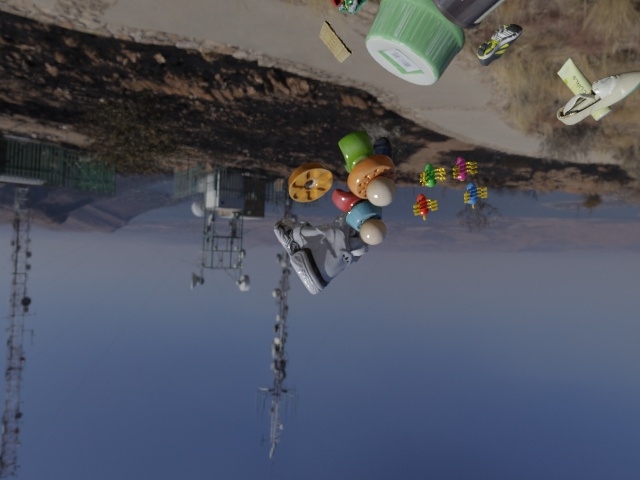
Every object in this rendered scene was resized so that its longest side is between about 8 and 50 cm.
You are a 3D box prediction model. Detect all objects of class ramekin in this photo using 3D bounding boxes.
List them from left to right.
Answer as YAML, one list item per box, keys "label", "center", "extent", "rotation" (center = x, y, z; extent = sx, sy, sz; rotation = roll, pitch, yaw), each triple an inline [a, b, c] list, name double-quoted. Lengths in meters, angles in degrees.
- label: "ramekin"
  center: [0.292, -0.635, 1.438]
  extent: [0.303, 0.148, 0.303]
  rotation: [30, -176, -2]

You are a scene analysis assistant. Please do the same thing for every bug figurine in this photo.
- label: "bug figurine"
  center: [0.462, -0.192, 1.631]
  extent: [0.278, 0.216, 0.072]
  rotation: [-12, -148, -2]

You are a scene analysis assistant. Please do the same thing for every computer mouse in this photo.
- label: "computer mouse"
  center: [0.213, -0.232, 1.534]
  extent: [0.071, 0.242, 0.041]
  rotation: [2, -156, 16]

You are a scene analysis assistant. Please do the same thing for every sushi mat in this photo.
- label: "sushi mat"
  center: [0.057, -0.784, 1.780]
  extent: [0.019, 0.151, 0.316]
  rotation: [-39, -165, 7]

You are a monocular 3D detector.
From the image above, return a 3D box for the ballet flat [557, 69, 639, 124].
- label: "ballet flat"
  center: [0.821, -0.430, 1.339]
  extent: [0.086, 0.086, 0.248]
  rotation: [3, 160, -23]

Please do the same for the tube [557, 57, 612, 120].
- label: "tube"
  center: [0.959, -0.547, 1.633]
  extent: [0.062, 0.240, 0.070]
  rotation: [-18, 162, -45]

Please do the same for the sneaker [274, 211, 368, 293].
- label: "sneaker"
  center: [0.000, 0.000, 1.313]
  extent: [0.210, 0.137, 0.366]
  rotation: [-31, -149, -3]

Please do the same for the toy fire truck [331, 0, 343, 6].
- label: "toy fire truck"
  center: [0.105, -1.053, 1.812]
  extent: [0.192, 0.135, 0.047]
  rotation: [-36, 149, 11]

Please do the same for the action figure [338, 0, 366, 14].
- label: "action figure"
  center: [0.122, -0.774, 1.374]
  extent: [0.063, 0.137, 0.232]
  rotation: [-7, 173, -27]

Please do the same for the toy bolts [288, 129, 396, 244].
- label: "toy bolts"
  center: [0.065, -0.080, 0.966]
  extent: [0.218, 0.158, 0.228]
  rotation: [-26, 148, 1]

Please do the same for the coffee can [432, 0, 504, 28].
- label: "coffee can"
  center: [0.410, -0.670, 1.042]
  extent: [0.201, 0.202, 0.275]
  rotation: [3, 164, -29]

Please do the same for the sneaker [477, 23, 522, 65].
- label: "sneaker"
  center: [0.292, -0.320, 0.733]
  extent: [0.083, 0.031, 0.035]
  rotation: [-34, 153, 4]
